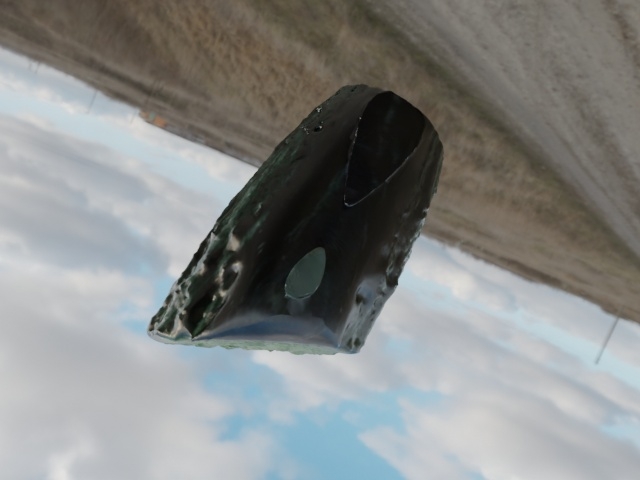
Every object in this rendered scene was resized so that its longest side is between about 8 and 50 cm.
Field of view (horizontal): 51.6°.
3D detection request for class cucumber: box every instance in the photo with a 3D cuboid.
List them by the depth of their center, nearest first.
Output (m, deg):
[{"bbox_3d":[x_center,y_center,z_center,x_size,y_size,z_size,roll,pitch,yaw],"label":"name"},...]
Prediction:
[{"bbox_3d":[0.000,0.000,0.383,0.115,0.193,0.086,33,164,-4],"label":"cucumber"}]
